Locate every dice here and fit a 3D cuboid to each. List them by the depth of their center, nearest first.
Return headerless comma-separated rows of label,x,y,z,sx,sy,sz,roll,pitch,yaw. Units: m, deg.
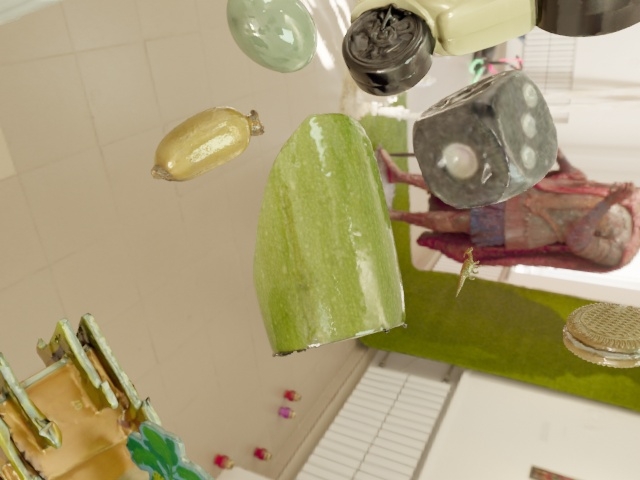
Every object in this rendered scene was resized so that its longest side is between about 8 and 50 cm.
dice,0.283,-0.173,0.933,0.183,0.181,0.182,-39,109,-34

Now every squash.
squash,0.000,0.000,0.674,0.189,0.189,0.261,-1,76,-62

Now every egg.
egg,-0.127,-0.569,1.450,0.282,0.202,0.203,31,69,-43

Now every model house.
model house,-0.277,0.267,0.596,0.242,0.357,0.313,-34,137,-45

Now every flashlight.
flashlight,-0.450,-0.357,0.797,0.093,0.200,0.048,-47,128,-52

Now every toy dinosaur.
toy dinosaur,0.323,0.072,1.175,0.026,0.041,0.114,5,97,-56

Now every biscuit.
biscuit,0.800,0.254,1.480,0.259,0.258,0.079,-36,125,-54

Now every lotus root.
lotus root,-0.277,-0.242,1.302,0.303,0.146,0.131,-31,128,-17

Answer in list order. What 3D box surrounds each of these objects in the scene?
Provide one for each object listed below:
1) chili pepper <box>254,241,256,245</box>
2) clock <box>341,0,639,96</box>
chili pepper,-0.055,0.032,1.056,0.041,0.153,0.050,-102,-156,-64
clock,0.205,-0.326,0.628,0.120,0.378,0.277,51,33,-59
